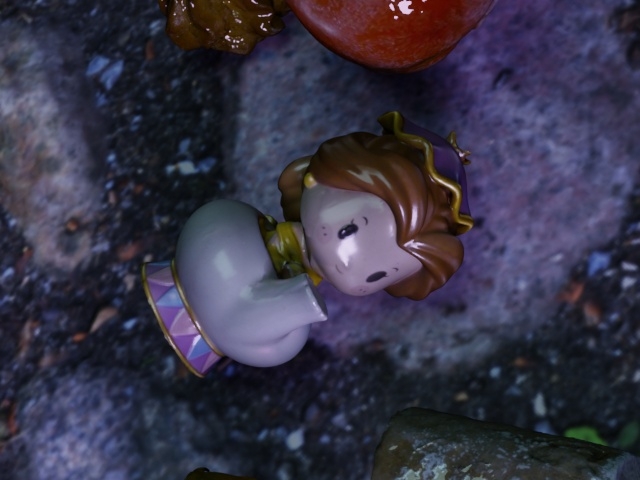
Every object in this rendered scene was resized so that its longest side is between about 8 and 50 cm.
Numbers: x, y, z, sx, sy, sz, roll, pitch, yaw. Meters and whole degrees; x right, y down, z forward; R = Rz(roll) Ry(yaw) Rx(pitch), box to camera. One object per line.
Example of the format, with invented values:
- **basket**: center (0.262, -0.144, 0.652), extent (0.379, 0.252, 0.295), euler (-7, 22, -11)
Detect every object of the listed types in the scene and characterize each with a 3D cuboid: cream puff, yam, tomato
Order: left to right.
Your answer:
- **cream puff**: center (-0.084, -0.216, 1.649), extent (0.122, 0.094, 0.116), euler (-35, 51, 8)
- **tomato**: center (0.061, -0.247, 1.522), extent (0.188, 0.232, 0.232), euler (34, 76, -5)
- **yam**: center (0.140, 0.181, 1.311), extent (0.194, 0.107, 0.107), euler (8, 66, 28)

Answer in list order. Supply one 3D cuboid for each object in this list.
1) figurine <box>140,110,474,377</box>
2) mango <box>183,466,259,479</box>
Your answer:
- **figurine**: center (0.000, 0.000, 1.460), extent (0.263, 0.142, 0.189), euler (-29, 31, 7)
- **mango**: center (-0.033, 0.252, 1.339), extent (0.156, 0.151, 0.249), euler (-23, 42, -27)
